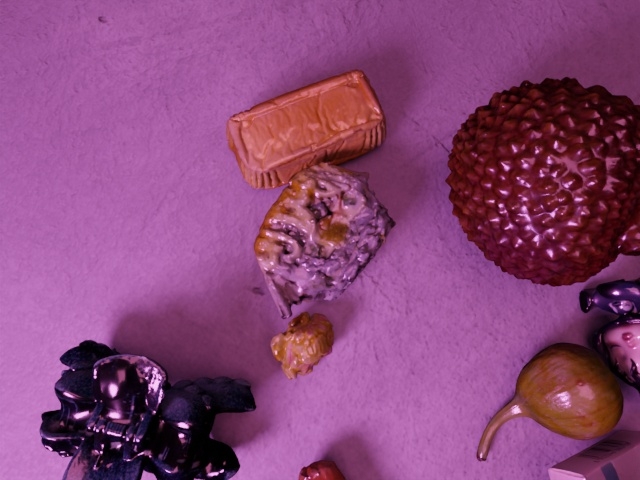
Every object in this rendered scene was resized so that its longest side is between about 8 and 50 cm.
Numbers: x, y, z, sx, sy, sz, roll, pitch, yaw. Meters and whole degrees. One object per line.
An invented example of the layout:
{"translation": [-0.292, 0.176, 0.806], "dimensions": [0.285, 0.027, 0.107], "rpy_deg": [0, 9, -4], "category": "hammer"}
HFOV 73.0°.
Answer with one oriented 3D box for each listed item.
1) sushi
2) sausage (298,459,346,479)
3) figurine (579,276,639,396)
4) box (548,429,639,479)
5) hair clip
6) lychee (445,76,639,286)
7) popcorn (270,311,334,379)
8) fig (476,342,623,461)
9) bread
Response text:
{"translation": [0.000, 0.000, 0.721], "dimensions": [0.184, 0.139, 0.274], "rpy_deg": [34, 82, 10], "category": "sushi"}
{"translation": [0.071, 0.530, 0.628], "dimensions": [0.094, 0.094, 0.418], "rpy_deg": [-17, 76, -35], "category": "sausage"}
{"translation": [0.527, 0.170, 0.703], "dimensions": [0.145, 0.145, 0.222], "rpy_deg": [-11, 76, -3], "category": "figurine"}
{"translation": [0.462, 0.478, 0.616], "dimensions": [0.200, 0.065, 0.343], "rpy_deg": [-6, 76, -28], "category": "box"}
{"translation": [-0.259, 0.257, 0.625], "dimensions": [0.310, 0.206, 0.194], "rpy_deg": [13, 78, 2], "category": "hair clip"}
{"translation": [0.347, -0.086, 0.666], "dimensions": [0.306, 0.306, 0.330], "rpy_deg": [-44, 55, -9], "category": "lychee"}
{"translation": [-0.024, 0.167, 0.706], "dimensions": [0.109, 0.097, 0.089], "rpy_deg": [-34, 82, -22], "category": "popcorn"}
{"translation": [0.345, 0.268, 0.691], "dimensions": [0.245, 0.149, 0.149], "rpy_deg": [-33, 79, 12], "category": "fig"}
{"translation": [-0.023, -0.200, 0.776], "dimensions": [0.288, 0.119, 0.152], "rpy_deg": [-23, 81, -4], "category": "bread"}
